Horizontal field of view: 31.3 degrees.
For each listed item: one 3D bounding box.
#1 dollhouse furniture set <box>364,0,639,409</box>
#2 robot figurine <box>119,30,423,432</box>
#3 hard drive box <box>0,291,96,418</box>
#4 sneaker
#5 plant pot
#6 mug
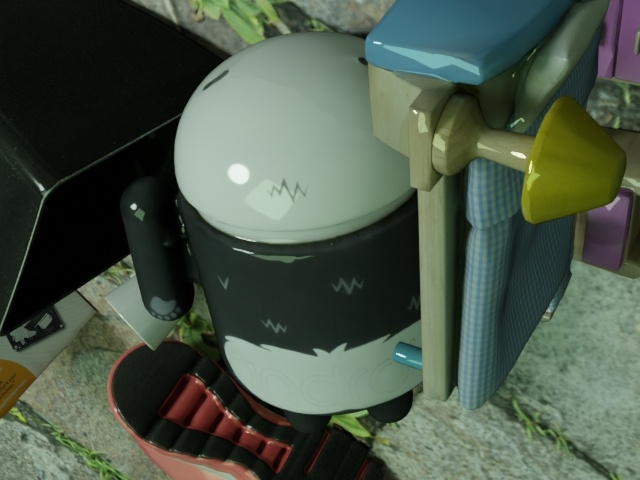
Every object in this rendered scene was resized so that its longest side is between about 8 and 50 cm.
[{"bbox_3d":[0.165,-0.014,0.528,0.198,0.303,0.286,16,135,23],"label":"dollhouse furniture set"},{"bbox_3d":[0.002,-0.002,0.753,0.174,0.209,0.278,31,144,40],"label":"robot figurine"},{"bbox_3d":[-0.352,0.055,1.033,0.232,0.181,0.089,46,137,-11],"label":"hard drive box"},{"bbox_3d":[-0.059,0.205,1.050,0.314,0.116,0.136,38,158,-2],"label":"sneaker"},{"bbox_3d":[-0.195,-0.079,0.819,0.167,0.188,0.187,46,140,10],"label":"plant pot"},{"bbox_3d":[-0.139,0.049,0.971,0.062,0.064,0.078,47,172,-7],"label":"mug"}]
